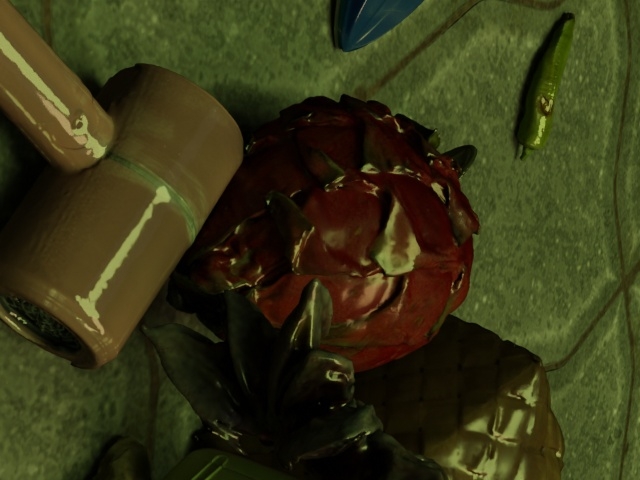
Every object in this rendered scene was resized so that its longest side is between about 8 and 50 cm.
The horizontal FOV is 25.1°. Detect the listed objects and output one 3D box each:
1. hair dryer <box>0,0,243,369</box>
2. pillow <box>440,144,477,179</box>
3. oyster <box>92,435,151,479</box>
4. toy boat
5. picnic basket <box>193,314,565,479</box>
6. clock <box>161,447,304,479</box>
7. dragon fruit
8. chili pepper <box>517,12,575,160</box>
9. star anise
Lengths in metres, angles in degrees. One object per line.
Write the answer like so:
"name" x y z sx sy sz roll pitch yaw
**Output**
"hair dryer" -0.217 -0.088 1.026 0.352 0.125 0.210 51 59 -37
"pillow" 0.078 -0.012 1.451 0.033 0.130 0.217 45 60 -20
"oyster" -0.203 0.313 1.136 0.341 0.110 0.166 -51 144 -54
"toy boat" 0.089 -0.315 1.419 0.129 0.088 0.295 37 80 -53
"picnic basket" 0.081 0.262 1.377 0.337 0.293 0.337 -18 119 -35
"clock" -0.048 0.291 1.194 0.069 0.170 0.232 -41 135 -45
"dragon fruit" 0.000 0.000 1.247 0.298 0.244 0.244 -14 113 -27
"chili pepper" 0.280 -0.198 1.756 0.049 0.043 0.208 32 72 -41
"star anise" -0.007 0.128 1.080 0.129 0.282 0.212 -46 136 -13
